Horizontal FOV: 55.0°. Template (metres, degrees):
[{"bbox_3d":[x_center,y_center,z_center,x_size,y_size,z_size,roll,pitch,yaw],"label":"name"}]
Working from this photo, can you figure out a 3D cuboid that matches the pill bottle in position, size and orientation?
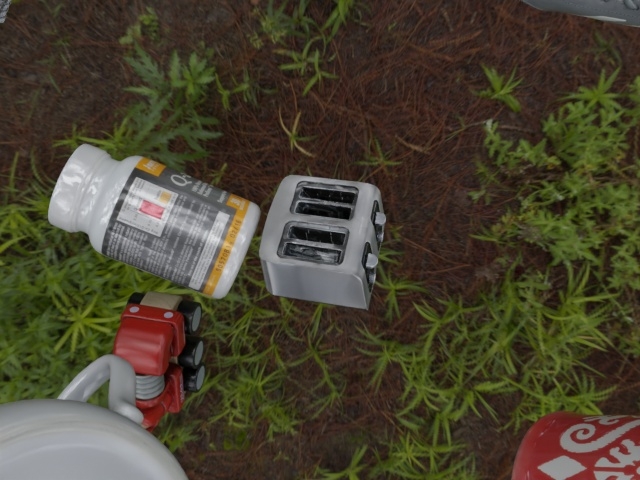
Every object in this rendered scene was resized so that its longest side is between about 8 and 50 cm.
[{"bbox_3d":[-0.244,-0.031,0.928,0.279,0.162,0.162,23,91,-9],"label":"pill bottle"}]

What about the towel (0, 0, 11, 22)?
[{"bbox_3d":[-0.536,-0.364,0.775,0.284,0.235,0.121,15,65,-34],"label":"towel"}]

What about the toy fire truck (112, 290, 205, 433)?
[{"bbox_3d":[-0.304,0.228,1.000,0.159,0.246,0.216,9,123,6],"label":"toy fire truck"}]

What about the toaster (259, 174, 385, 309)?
[{"bbox_3d":[0.000,0.000,0.916,0.186,0.110,0.168,8,56,11],"label":"toaster"}]

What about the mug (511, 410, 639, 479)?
[{"bbox_3d":[0.196,0.157,0.312,0.113,0.169,0.150,40,57,-16],"label":"mug"}]

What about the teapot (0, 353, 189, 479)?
[{"bbox_3d":[-0.215,0.228,0.419,0.187,0.256,0.252,-19,83,43],"label":"teapot"}]

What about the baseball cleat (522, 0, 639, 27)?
[{"bbox_3d":[0.173,-0.129,0.284,0.206,0.109,0.072,12,120,6],"label":"baseball cleat"}]
